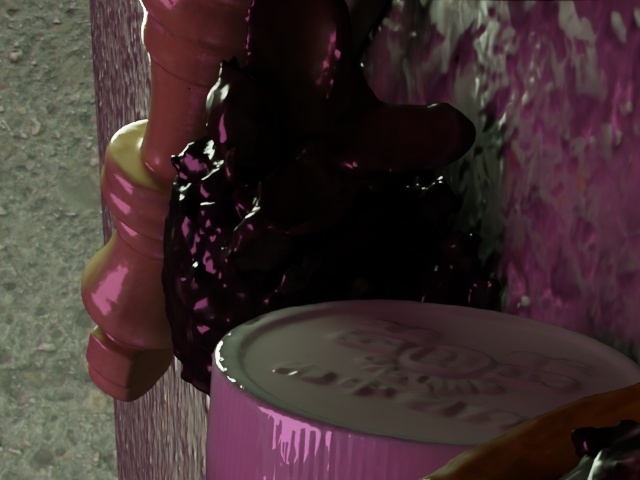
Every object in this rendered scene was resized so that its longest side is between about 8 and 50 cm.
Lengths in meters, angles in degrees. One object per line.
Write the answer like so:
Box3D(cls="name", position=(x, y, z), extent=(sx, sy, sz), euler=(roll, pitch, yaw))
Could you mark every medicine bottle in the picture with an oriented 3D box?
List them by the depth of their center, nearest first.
Box3D(cls="medicine bottle", position=(0.034, 0.232, 0.616), extent=(0.213, 0.214, 0.378), euler=(-134, 46, -69))

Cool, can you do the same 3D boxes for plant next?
Box3D(cls="plant", position=(0.000, 0.000, 0.812), extent=(0.234, 0.178, 0.204), euler=(119, 152, -54))

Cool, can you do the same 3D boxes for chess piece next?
Box3D(cls="chess piece", position=(-0.098, -0.038, 0.958), extent=(0.117, 0.117, 0.397), euler=(-107, 27, -47))

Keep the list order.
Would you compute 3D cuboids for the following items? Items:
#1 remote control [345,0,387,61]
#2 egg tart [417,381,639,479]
Box3D(cls="remote control", position=(0.031, -0.217, 0.972), extent=(0.285, 0.038, 0.123), euler=(126, 140, -63))
Box3D(cls="egg tart", position=(0.118, 0.128, 0.364), extent=(0.215, 0.215, 0.170), euler=(-136, 33, -70))
